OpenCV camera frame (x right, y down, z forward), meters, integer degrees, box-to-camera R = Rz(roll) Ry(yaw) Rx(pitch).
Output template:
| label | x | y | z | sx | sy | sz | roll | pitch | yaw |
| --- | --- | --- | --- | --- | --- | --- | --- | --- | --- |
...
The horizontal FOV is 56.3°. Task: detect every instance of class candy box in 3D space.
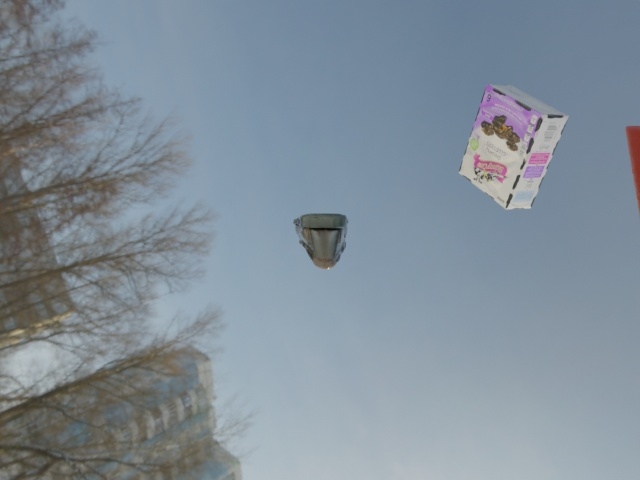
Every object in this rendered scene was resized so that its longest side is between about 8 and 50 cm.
| label | x | y | z | sx | sy | sz | roll | pitch | yaw |
| --- | --- | --- | --- | --- | --- | --- | --- | --- | --- |
| candy box | 0.371 | -0.185 | 1.175 | 0.165 | 0.070 | 0.196 | 52 | -42 | 48 |

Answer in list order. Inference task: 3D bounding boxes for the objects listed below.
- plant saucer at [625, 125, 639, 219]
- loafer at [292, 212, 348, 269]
| label | x | y | z | sx | sy | sz | roll | pitch | yaw |
| --- | --- | --- | --- | --- | --- | --- | --- | --- | --- |
| plant saucer | 0.569 | -0.038 | 0.880 | 0.259 | 0.259 | 0.048 | 30 | -42 | -14 |
| loafer | 0.000 | 0.000 | 0.988 | 0.267 | 0.096 | 0.084 | -3 | 93 | -89 |
